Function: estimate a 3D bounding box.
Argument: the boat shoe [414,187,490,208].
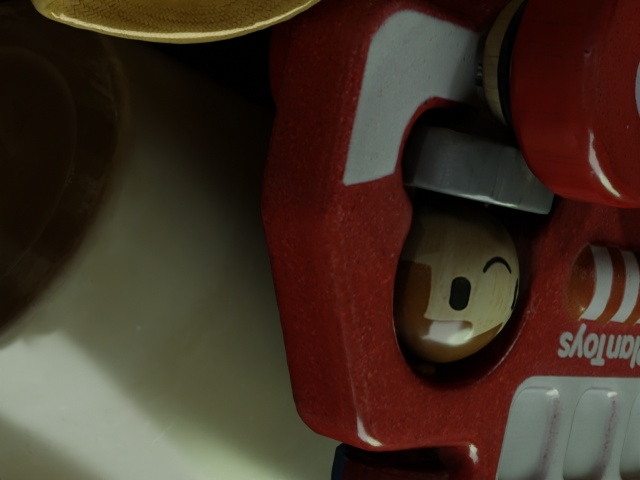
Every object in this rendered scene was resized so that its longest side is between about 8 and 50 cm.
[{"bbox_3d":[0.000,0.000,0.838,0.341,0.121,0.110,-18,162,41],"label":"boat shoe"}]

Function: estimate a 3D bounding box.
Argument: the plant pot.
[{"bbox_3d":[-0.104,0.035,0.621,0.323,0.323,0.280,-13,150,21],"label":"plant pot"}]

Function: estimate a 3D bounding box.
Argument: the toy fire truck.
[{"bbox_3d":[0.093,0.008,0.549,0.169,0.254,0.302,12,-176,42],"label":"toy fire truck"}]

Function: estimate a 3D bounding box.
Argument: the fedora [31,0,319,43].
[{"bbox_3d":[-0.045,-0.120,0.411,0.194,0.079,0.194,-7,166,-2],"label":"fedora"}]
